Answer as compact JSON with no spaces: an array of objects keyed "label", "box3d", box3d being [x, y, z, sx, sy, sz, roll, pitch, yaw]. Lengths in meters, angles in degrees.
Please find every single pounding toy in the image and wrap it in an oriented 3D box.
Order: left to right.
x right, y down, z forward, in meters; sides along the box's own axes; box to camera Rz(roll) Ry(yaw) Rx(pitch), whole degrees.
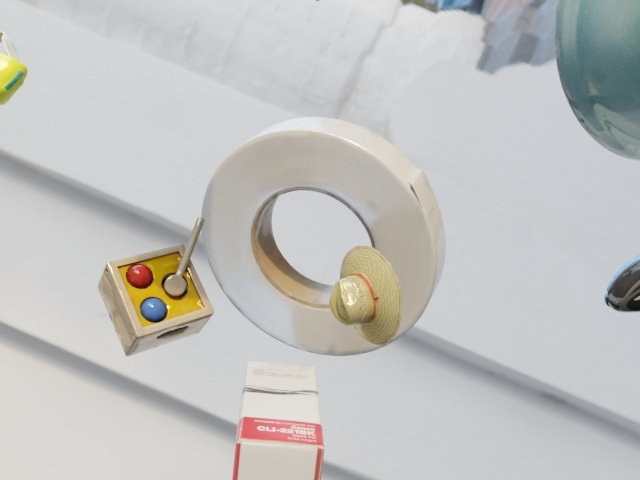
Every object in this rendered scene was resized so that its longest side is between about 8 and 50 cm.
[{"label":"pounding toy","box3d":[-0.207,0.059,1.013,0.141,0.130,0.100,-16,-20,-34]}]

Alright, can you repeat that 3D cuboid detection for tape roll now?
[{"label":"tape roll","box3d":[0.000,0.000,1.184,0.072,0.392,0.391,-49,-15,-57]}]

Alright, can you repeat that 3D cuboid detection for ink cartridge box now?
[{"label":"ink cartridge box","box3d":[-0.066,0.312,1.076,0.273,0.114,0.196,-106,22,-77]}]

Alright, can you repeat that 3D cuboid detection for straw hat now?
[{"label":"straw hat","box3d":[0.047,0.083,1.048,0.061,0.144,0.144,-13,-38,-34]}]

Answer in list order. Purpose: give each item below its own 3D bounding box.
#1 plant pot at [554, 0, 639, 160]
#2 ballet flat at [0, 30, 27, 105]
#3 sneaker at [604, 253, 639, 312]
[{"label":"plant pot","box3d":[0.414,-0.215,0.754,0.292,0.293,0.196,-67,23,3]},{"label":"ballet flat","box3d":[-0.442,-0.249,0.974,0.077,0.231,0.077,-43,-33,-7]},{"label":"sneaker","box3d":[0.367,0.051,0.711,0.078,0.188,0.067,-77,-14,-48]}]
